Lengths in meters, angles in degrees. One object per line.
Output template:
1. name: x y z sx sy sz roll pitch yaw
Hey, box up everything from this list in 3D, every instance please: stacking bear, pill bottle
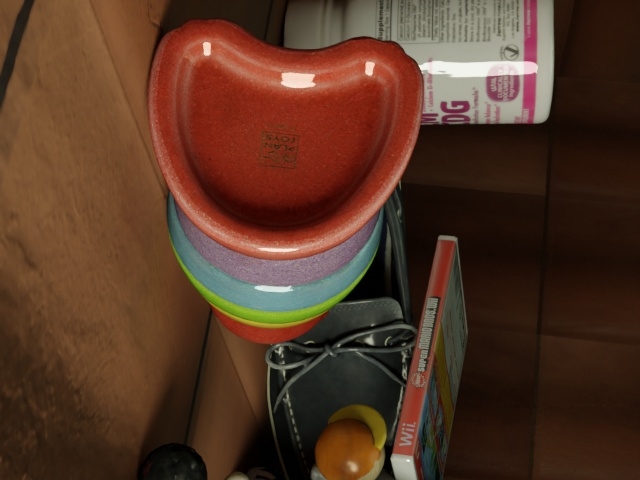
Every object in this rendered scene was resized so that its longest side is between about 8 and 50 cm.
1. stacking bear: -0.034 -0.010 0.830 0.289 0.175 0.164 99 -3 -67
2. pill bottle: 0.109 -0.206 1.233 0.160 0.283 0.160 0 90 -82

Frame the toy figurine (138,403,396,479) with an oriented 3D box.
1. toy figurine: -0.038 0.222 0.744 0.209 0.213 0.148 -81 157 -54

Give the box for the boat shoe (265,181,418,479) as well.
1. boat shoe: 0.023 0.100 1.280 0.156 0.186 0.500 25 64 -81

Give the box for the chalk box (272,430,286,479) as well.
1. chalk box: 0.042 0.346 1.401 0.289 0.180 0.179 62 -3 20

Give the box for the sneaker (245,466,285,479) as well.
1. sneaker: -0.031 0.298 1.209 0.217 0.121 0.079 20 76 -83

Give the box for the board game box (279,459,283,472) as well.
1. board game box: -0.007 0.235 1.606 0.242 0.064 0.317 -75 169 -54

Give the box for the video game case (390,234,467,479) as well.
1. video game case: 0.127 0.166 1.252 0.204 0.025 0.285 76 24 -50
